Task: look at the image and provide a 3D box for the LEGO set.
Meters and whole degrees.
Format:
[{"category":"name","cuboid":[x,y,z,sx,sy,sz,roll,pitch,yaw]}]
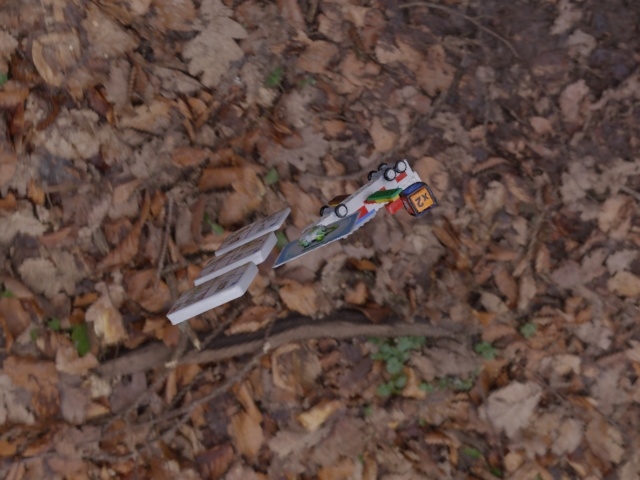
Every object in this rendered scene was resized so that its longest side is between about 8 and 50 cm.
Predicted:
[{"category":"LEGO set","cuboid":[0.000,0.000,0.808,0.244,0.182,0.060,-25,106,21]}]
